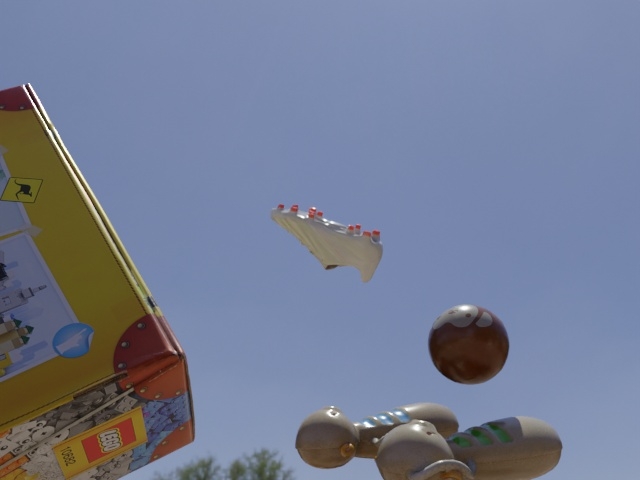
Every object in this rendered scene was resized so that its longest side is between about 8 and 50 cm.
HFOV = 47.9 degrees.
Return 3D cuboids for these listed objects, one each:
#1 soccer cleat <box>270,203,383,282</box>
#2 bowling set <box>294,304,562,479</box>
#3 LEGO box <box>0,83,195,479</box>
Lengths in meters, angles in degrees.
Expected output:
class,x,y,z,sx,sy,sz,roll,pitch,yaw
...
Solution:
class,x,y,z,sx,sy,sz,roll,pitch,yaw
soccer cleat,0.000,0.000,1.037,0.196,0.076,0.068,21,13,33
bowling set,0.049,0.144,0.462,0.154,0.199,0.287,3,-13,-32
LEGO box,-0.424,0.073,0.834,0.372,0.500,0.193,-22,-35,-24
